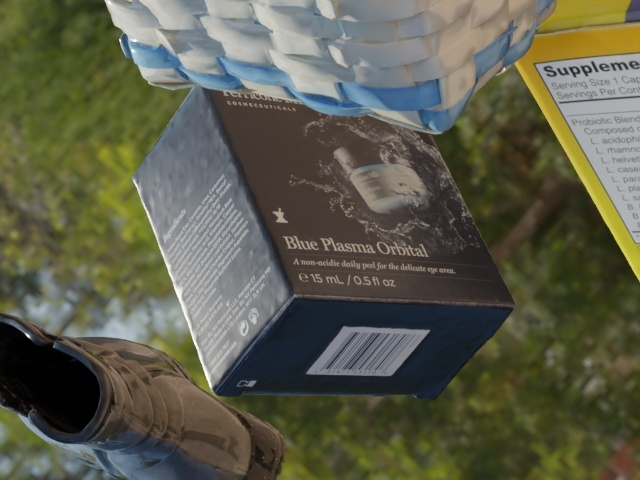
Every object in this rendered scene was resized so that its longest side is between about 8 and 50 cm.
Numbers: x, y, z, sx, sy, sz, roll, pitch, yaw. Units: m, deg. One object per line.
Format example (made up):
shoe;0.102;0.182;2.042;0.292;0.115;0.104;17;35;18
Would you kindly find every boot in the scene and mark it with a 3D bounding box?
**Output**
boot;-0.199;0.111;1.486;0.223;0.118;0.338;30;167;-39

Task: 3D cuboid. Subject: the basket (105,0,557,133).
basket;-0.013;-0.206;0.820;0.255;0.201;0.289;15;138;29

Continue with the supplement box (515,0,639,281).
supplement box;0.303;-0.071;1.192;0.194;0.195;0.356;0;136;40

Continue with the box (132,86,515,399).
box;0.000;0.000;1.047;0.156;0.093;0.158;4;-132;-36
